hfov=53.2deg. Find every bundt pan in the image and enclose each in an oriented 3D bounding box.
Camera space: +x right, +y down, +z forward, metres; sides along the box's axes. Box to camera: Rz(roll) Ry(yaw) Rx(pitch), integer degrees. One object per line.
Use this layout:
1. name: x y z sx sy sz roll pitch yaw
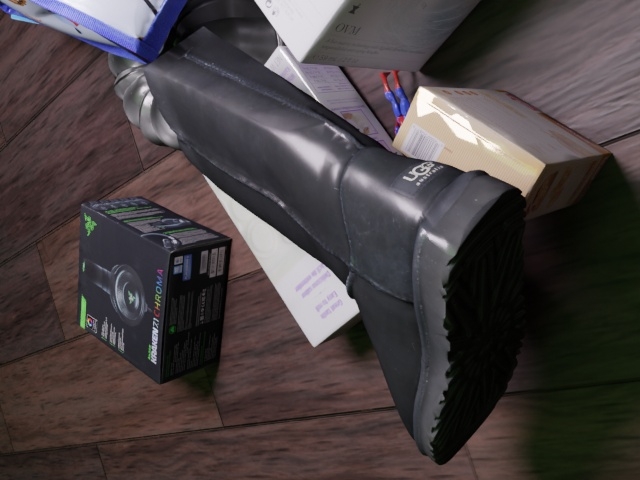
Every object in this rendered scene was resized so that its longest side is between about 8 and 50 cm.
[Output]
1. bundt pan: -0.214 -0.287 0.985 0.331 0.124 0.330 10 106 38

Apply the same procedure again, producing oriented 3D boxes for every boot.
1. boot: 0.000 -0.002 0.708 0.445 0.146 0.367 32 143 36

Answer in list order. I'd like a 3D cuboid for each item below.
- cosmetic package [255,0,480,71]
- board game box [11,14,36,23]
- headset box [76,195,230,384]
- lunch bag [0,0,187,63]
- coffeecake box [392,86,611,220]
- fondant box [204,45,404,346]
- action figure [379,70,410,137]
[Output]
1. cosmetic package: 0.078 -0.304 0.662 0.224 0.224 0.138 -47 69 37
2. board game box: -0.488 -0.560 1.121 0.242 0.064 0.316 -124 43 -59
3. headset box: -0.311 0.073 1.141 0.283 0.131 0.246 24 114 35
4. lunch bag: -0.301 -0.436 0.831 0.385 0.239 0.328 27 93 22
5. coffeecake box: 0.186 -0.092 0.642 0.142 0.185 0.068 41 123 27
6. fondant box: -0.003 -0.059 0.865 0.238 0.096 0.330 -44 75 38
7. action figure: 0.105 -0.157 0.802 0.038 0.030 0.115 -7 100 47
